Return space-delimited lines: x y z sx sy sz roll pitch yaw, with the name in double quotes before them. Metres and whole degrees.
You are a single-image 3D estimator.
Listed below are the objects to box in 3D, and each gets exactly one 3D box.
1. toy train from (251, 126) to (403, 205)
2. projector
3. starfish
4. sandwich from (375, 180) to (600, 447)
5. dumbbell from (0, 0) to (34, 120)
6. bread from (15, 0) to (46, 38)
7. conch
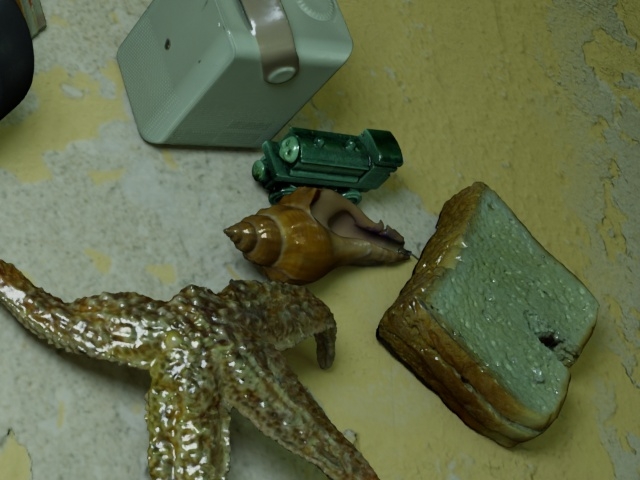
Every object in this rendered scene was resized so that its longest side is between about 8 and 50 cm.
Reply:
"toy train" 0.005 -0.089 1.624 0.170 0.111 0.071 4 55 -37
"projector" -0.093 -0.220 1.543 0.177 0.242 0.163 -2 60 -38
"starfish" -0.114 0.150 1.364 0.398 0.132 0.384 -7 70 -37
"sandwich" 0.212 0.097 1.671 0.249 0.095 0.273 45 43 -9
"dumbbell" -0.426 -0.123 1.239 0.204 0.204 0.322 42 44 -7
"bread" -0.346 -0.276 1.518 0.062 0.109 0.043 7 35 20
"conch" -0.004 0.002 1.580 0.330 0.093 0.109 9 62 -57
